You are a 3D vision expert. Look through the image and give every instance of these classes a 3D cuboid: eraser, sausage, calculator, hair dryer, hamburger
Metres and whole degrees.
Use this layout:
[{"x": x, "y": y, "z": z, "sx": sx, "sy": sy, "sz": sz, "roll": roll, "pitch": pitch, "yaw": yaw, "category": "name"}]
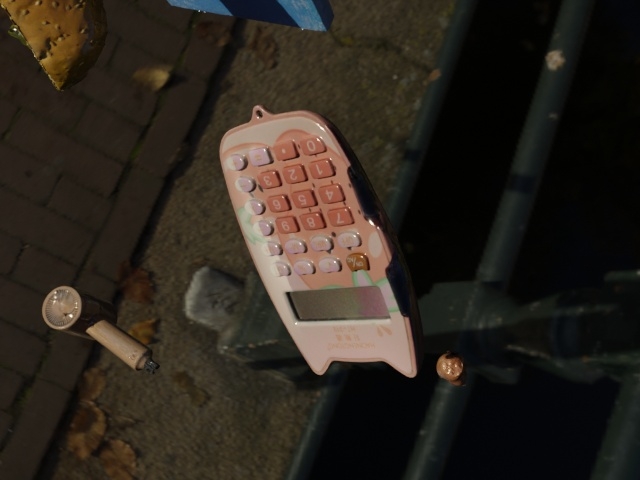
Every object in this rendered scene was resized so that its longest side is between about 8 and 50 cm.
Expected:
[{"x": -0.133, "y": -0.398, "z": 1.552, "sx": 0.043, "sy": 0.312, "sz": 0.144, "roll": -63, "pitch": 148, "yaw": -18, "category": "eraser"}, {"x": 0.191, "y": 0.185, "z": 1.460, "sx": 0.047, "sy": 0.177, "sz": 0.040, "roll": 22, "pitch": 83, "yaw": 12, "category": "sausage"}, {"x": 0.000, "y": 0.000, "z": 1.122, "sx": 0.048, "sy": 0.220, "sz": 0.330, "roll": -36, "pitch": 110, "yaw": -38, "category": "calculator"}, {"x": -0.289, "y": 0.133, "z": 1.405, "sx": 0.181, "sy": 0.117, "sz": 0.064, "roll": 33, "pitch": 88, "yaw": 23, "category": "hair dryer"}, {"x": -0.356, "y": -0.323, "z": 1.296, "sx": 0.131, "sy": 0.124, "sz": 0.262, "roll": -22, "pitch": 124, "yaw": 1, "category": "hamburger"}]
